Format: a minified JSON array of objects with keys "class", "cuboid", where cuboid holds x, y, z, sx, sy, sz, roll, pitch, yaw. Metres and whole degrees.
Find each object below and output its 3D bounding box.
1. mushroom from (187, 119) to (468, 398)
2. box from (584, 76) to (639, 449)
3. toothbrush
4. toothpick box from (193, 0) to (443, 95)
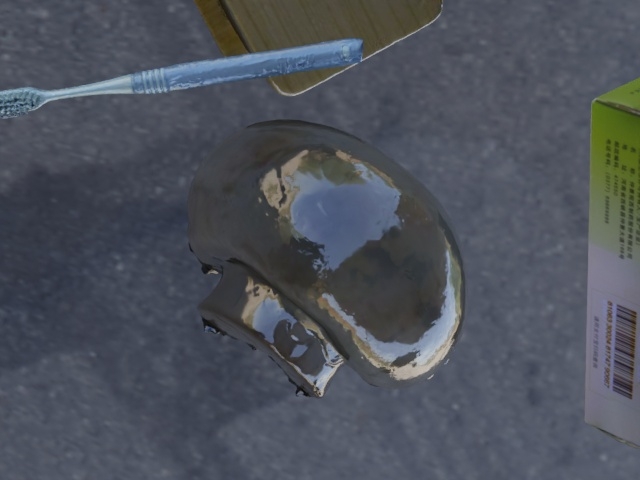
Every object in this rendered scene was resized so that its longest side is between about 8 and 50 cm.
[{"class":"mushroom","cuboid":[0.000,0.000,0.959,0.141,0.188,0.117,-51,162,-19]},{"class":"box","cuboid":[0.265,-0.002,1.174,0.175,0.062,0.260,-26,126,-36]},{"class":"toothbrush","cuboid":[-0.084,-0.091,0.929,0.219,0.019,0.016,-8,106,1]},{"class":"toothpick box","cuboid":[-0.021,-0.238,1.330,0.190,0.308,0.187,-27,109,-1]}]
